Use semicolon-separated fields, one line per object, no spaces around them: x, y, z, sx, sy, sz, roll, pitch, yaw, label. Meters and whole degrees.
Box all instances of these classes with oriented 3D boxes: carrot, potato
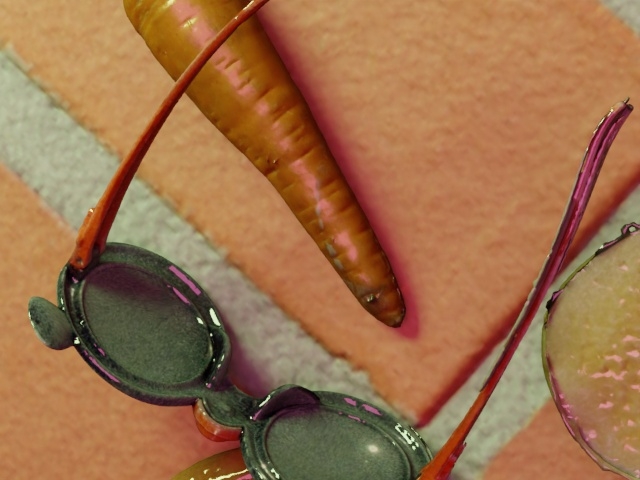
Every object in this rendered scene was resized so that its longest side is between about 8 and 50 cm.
-0.028;-0.059;1.072;0.061;0.061;0.257;-33;88;9;carrot
0.213;0.044;1.026;0.200;0.081;0.164;-19;97;12;potato

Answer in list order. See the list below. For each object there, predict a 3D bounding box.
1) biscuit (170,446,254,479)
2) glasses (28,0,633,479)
0.013;0.193;1.085;0.224;0.033;0.144;45;98;5;biscuit
0.000;0.000;0.995;0.234;0.118;0.268;34;124;9;glasses
